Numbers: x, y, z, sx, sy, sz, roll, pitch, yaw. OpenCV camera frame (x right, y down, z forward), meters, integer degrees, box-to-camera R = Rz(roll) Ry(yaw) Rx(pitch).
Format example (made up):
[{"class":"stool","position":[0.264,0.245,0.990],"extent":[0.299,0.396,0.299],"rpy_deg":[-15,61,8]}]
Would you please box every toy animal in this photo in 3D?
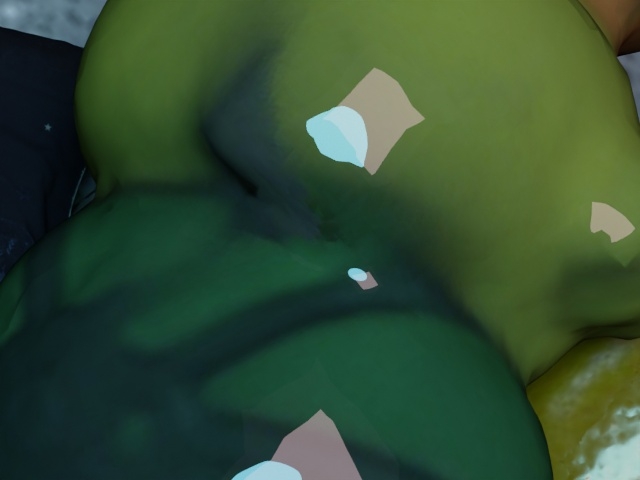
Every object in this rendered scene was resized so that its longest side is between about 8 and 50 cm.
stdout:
[{"class":"toy animal","position":[-0.002,0.000,0.500],"extent":[0.191,0.216,0.338],"rpy_deg":[55,51,-48]}]

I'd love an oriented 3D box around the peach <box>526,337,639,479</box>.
[{"class":"peach","position":[0.161,0.118,0.585],"extent":[0.251,0.153,0.251],"rpy_deg":[7,67,-17]}]

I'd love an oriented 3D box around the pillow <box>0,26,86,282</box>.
[{"class":"pillow","position":[-0.148,0.010,0.534],"extent":[0.141,0.055,0.208],"rpy_deg":[16,69,-26]}]
